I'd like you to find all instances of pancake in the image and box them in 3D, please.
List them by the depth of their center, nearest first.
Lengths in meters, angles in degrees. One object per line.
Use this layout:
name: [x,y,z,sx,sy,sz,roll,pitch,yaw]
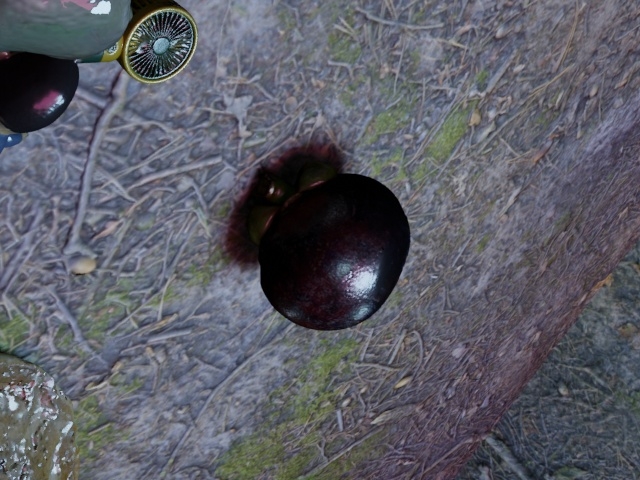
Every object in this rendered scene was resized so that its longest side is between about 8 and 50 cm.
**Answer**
pancake: [-0.408,0.302,0.966,0.387,0.082,0.387,-22,118,-50]

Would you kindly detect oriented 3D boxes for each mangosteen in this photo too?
mangosteen: [0.004,0.010,1.152,0.216,0.216,0.216,-32,147,-24]

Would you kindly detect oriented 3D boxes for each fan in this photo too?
fan: [-0.187,-0.187,0.819,0.155,0.039,0.082,-13,137,-42]

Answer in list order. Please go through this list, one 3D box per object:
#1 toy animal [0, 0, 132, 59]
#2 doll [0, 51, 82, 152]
toy animal: [-0.269,-0.185,0.649,0.251,0.125,0.127,-14,160,-24]
doll: [-0.278,-0.114,0.757,0.179,0.089,0.102,-26,152,12]
